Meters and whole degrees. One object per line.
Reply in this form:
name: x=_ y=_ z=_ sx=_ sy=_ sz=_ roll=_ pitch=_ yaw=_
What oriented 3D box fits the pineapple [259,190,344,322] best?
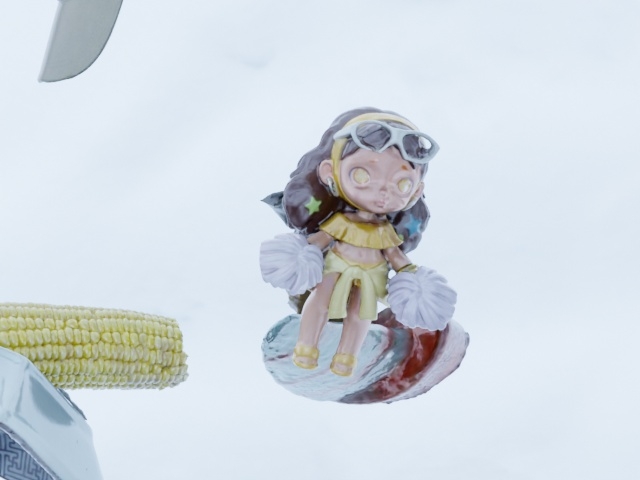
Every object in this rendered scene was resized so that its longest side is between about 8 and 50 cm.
pineapple: x=0.000 y=0.000 z=1.290 sx=0.111 sy=0.119 sz=0.237 roll=-21 pitch=32 yaw=4

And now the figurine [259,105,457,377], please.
figurine: x=0.031 y=0.002 z=0.959 sx=0.175 sy=0.116 sz=0.240 roll=12 pitch=91 yaw=-10

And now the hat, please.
hat: x=-0.257 y=-0.255 z=1.060 sx=0.173 sy=0.144 sz=0.166 roll=-54 pitch=30 yaw=-13

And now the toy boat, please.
toy boat: x=0.019 y=0.120 z=1.155 sx=0.206 sy=0.282 sz=0.096 roll=-29 pitch=66 yaw=29

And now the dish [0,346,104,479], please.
dish: x=-0.291 y=0.161 z=1.015 sx=0.182 sy=0.243 sz=0.080 roll=17 pitch=62 yaw=25

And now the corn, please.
corn: x=-0.258 y=0.114 z=1.155 sx=0.093 sy=0.244 sz=0.093 roll=-13 pitch=74 yaw=53
